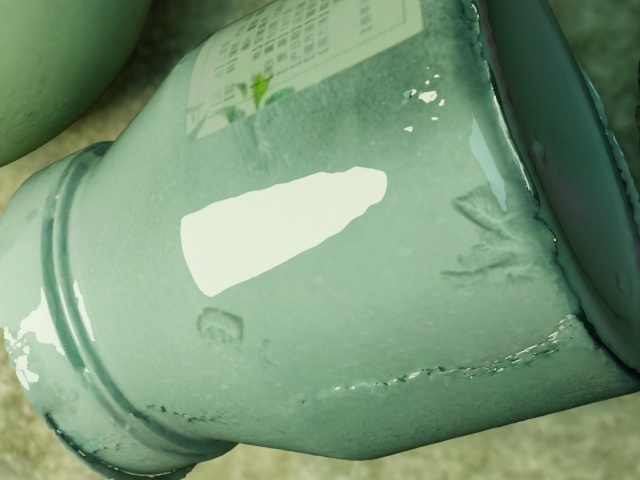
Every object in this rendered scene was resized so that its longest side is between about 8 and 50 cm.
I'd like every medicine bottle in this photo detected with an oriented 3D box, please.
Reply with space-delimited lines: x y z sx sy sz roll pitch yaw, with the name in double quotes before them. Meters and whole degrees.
"medicine bottle" 0.000 0.000 0.578 0.290 0.245 0.245 -22 85 25

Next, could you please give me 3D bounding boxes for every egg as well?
"egg" -0.226 -0.142 0.662 0.283 0.203 0.203 -31 83 18

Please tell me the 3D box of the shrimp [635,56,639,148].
"shrimp" 0.302 0.020 0.563 0.221 0.110 0.445 -34 86 10
